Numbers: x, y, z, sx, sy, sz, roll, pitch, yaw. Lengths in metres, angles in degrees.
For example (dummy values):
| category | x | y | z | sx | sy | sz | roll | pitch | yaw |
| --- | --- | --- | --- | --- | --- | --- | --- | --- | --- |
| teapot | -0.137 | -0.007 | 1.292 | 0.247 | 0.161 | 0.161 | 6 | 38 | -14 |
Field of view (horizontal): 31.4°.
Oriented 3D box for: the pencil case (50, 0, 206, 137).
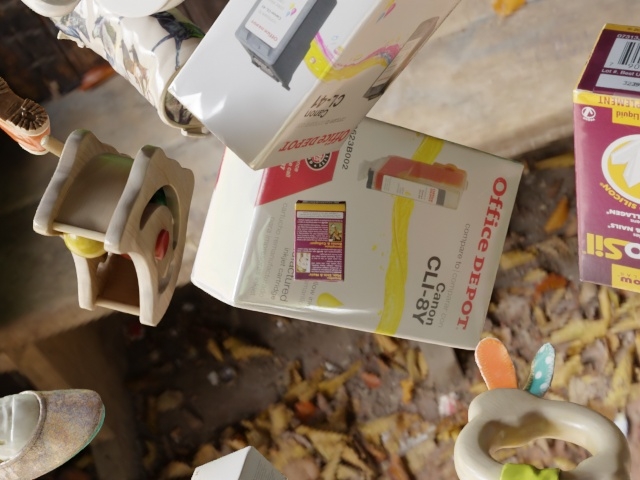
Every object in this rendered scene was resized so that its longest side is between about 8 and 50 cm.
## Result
| category | x | y | z | sx | sy | sz | roll | pitch | yaw |
| --- | --- | --- | --- | --- | --- | --- | --- | --- | --- |
| pencil case | -0.320 | -0.351 | 2.026 | 0.160 | 0.183 | 0.410 | -20 | 50 | -38 |

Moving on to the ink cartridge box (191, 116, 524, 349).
| category | x | y | z | sx | sy | sz | roll | pitch | yaw |
| --- | --- | --- | --- | --- | --- | --- | --- | --- | --- |
| ink cartridge box | 0.056 | -0.025 | 1.544 | 0.160 | 0.385 | 0.279 | 19 | 96 | 62 |

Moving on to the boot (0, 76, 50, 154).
| category | x | y | z | sx | sy | sz | roll | pitch | yaw |
| --- | --- | --- | --- | --- | --- | --- | --- | --- | --- |
| boot | -0.451 | -0.180 | 1.636 | 0.158 | 0.084 | 0.059 | 35 | 67 | 16 |

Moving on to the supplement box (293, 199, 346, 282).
| category | x | y | z | sx | sy | sz | roll | pitch | yaw |
| --- | --- | --- | --- | --- | --- | --- | --- | --- | --- |
| supplement box | 0.000 | 0.000 | 1.205 | 0.055 | 0.083 | 0.043 | 2 | 7 | 2 |

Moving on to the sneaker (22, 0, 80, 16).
| category | x | y | z | sx | sy | sz | roll | pitch | yaw |
| --- | --- | --- | --- | --- | --- | --- | --- | --- | --- |
| sneaker | -0.459 | -0.444 | 1.697 | 0.135 | 0.150 | 0.366 | -24 | 66 | -25 |

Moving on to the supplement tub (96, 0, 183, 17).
| category | x | y | z | sx | sy | sz | roll | pitch | yaw |
| --- | --- | --- | --- | --- | --- | --- | --- | --- | --- |
| supplement tub | -0.263 | -0.486 | 1.863 | 0.191 | 0.191 | 0.272 | -5 | 27 | 20 |

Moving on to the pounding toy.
| category | x | y | z | sx | sy | sz | roll | pitch | yaw |
| --- | --- | --- | --- | --- | --- | --- | --- | --- | --- |
| pounding toy | -0.213 | -0.013 | 1.064 | 0.155 | 0.269 | 0.154 | 13 | 85 | 8 |

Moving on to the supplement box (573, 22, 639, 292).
| category | x | y | z | sx | sy | sz | roll | pitch | yaw |
| --- | --- | --- | --- | --- | --- | --- | --- | --- | --- |
| supplement box | 0.240 | -0.050 | 0.804 | 0.104 | 0.188 | 0.080 | 12 | 49 | 25 |

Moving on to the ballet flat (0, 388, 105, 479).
| category | x | y | z | sx | sy | sz | roll | pitch | yaw |
| --- | --- | --- | --- | --- | --- | --- | --- | --- | --- |
| ballet flat | -0.413 | 0.252 | 1.406 | 0.316 | 0.106 | 0.107 | -27 | 48 | 21 |

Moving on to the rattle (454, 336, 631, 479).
| category | x | y | z | sx | sy | sz | roll | pitch | yaw |
| --- | --- | --- | --- | --- | --- | --- | --- | --- | --- |
| rattle | 0.163 | 0.178 | 0.868 | 0.130 | 0.142 | 0.199 | -25 | 21 | -3 |

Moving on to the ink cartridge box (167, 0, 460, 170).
| category | x | y | z | sx | sy | sz | roll | pitch | yaw |
| --- | --- | --- | --- | --- | --- | --- | --- | --- | --- |
| ink cartridge box | 0.024 | -0.229 | 1.127 | 0.131 | 0.226 | 0.306 | 43 | 113 | 11 |

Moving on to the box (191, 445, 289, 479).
| category | x | y | z | sx | sy | sz | roll | pitch | yaw |
| --- | --- | --- | --- | --- | --- | --- | --- | --- | --- |
| box | -0.104 | 0.323 | 1.384 | 0.101 | 0.087 | 0.102 | -27 | 26 | 34 |
